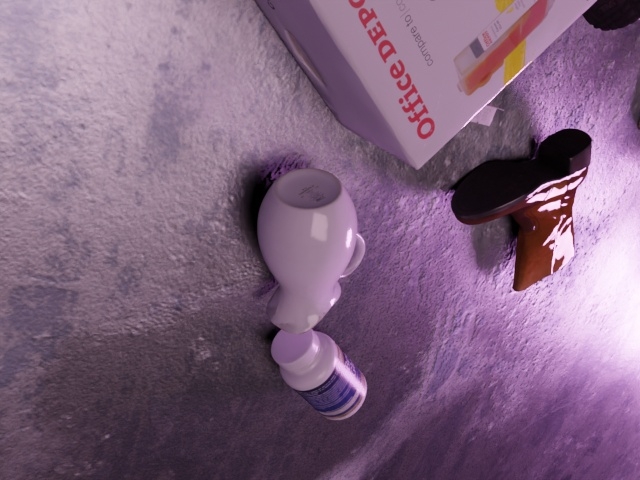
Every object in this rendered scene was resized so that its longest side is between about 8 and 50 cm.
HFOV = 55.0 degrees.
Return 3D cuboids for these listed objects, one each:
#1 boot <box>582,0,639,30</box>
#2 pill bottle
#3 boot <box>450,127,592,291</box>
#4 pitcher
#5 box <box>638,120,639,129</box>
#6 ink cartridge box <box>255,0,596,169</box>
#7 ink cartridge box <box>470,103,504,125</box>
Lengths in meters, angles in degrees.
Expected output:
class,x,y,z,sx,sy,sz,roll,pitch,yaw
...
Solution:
class,x,y,z,sx,sy,sz,roll,pitch,yaw
boot,0.478,-0.370,0.737,0.222,0.338,0.118,-43,116,2
pill bottle,-0.003,0.196,0.933,0.094,0.094,0.169,-41,132,-4
boot,0.332,-0.021,1.036,0.264,0.096,0.281,-33,138,-20
pitcher,0.000,0.000,0.810,0.177,0.125,0.207,-38,145,-34
box,0.662,-0.290,1.093,0.201,0.021,0.165,-15,125,-23
ink cartridge box,0.142,-0.312,0.662,0.384,0.160,0.279,-43,132,-1
ink cartridge box,0.210,-0.183,0.859,0.083,0.048,0.028,4,116,-33
